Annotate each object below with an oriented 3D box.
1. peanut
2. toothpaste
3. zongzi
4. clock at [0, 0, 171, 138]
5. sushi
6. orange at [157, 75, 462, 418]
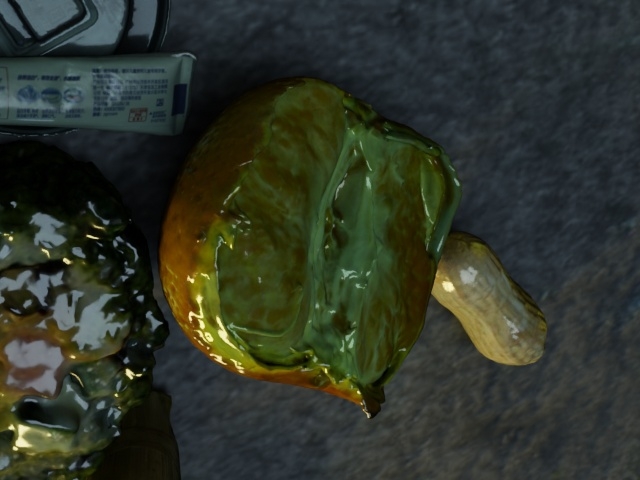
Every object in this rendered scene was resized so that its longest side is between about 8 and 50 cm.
[{"bbox_3d":[0.186,0.070,0.991,0.087,0.087,0.207,-45,120,-2],"label":"peanut"},{"bbox_3d":[-0.228,-0.117,0.699,0.268,0.047,0.069,-4,94,-26],"label":"toothpaste"},{"bbox_3d":[-0.186,0.274,0.839,0.094,0.205,0.205,7,111,-15],"label":"zongzi"},{"bbox_3d":[-0.236,-0.197,0.717,0.225,0.049,0.226,-10,114,-22],"label":"clock"},{"bbox_3d":[-0.302,0.092,0.728,0.351,0.178,0.294,-21,119,-14],"label":"sushi"},{"bbox_3d":[-0.007,-0.003,0.805,0.334,0.196,0.263,15,98,-40],"label":"orange"}]
